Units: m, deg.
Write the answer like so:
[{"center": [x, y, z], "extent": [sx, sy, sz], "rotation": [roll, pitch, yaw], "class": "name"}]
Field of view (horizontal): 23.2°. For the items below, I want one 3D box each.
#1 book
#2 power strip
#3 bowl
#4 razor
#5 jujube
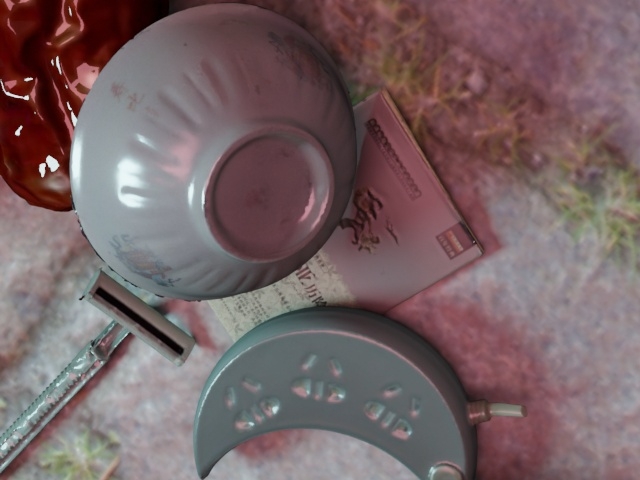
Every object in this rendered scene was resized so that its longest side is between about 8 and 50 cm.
[{"center": [0.000, 0.000, 1.016], "extent": [0.181, 0.014, 0.127], "rotation": [-31, 94, 18], "class": "book"}, {"center": [0.024, 0.112, 1.010], "extent": [0.216, 0.044, 0.137], "rotation": [8, 109, 10], "class": "power strip"}, {"center": [-0.046, -0.037, 0.914], "extent": [0.189, 0.086, 0.189], "rotation": [-9, 113, -23], "class": "bowl"}, {"center": [-0.185, 0.111, 1.077], "extent": [0.084, 0.036, 0.211], "rotation": [39, 113, -18], "class": "razor"}, {"center": [-0.159, -0.130, 0.958], "extent": [0.155, 0.155, 0.230], "rotation": [-9, 102, 15], "class": "jujube"}]
